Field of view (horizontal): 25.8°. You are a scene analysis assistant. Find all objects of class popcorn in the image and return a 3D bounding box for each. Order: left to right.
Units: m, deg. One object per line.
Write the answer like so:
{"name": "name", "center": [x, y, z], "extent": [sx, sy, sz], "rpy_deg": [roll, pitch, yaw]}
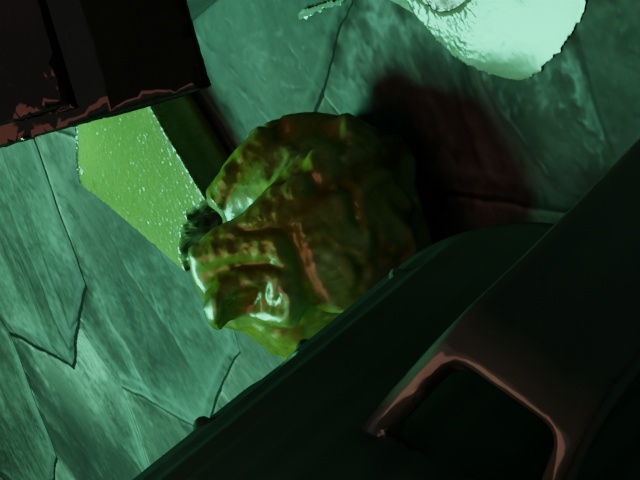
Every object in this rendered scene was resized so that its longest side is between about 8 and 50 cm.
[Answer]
{"name": "popcorn", "center": [-0.001, 0.001, 1.032], "extent": [0.185, 0.167, 0.188], "rpy_deg": [64, -162, -56]}

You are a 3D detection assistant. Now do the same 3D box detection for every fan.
{"name": "fan", "center": [0.059, -0.178, 0.929], "extent": [0.310, 0.010, 0.182], "rpy_deg": [-9, 106, 59]}

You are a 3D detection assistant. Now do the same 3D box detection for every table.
{"name": "table", "center": [-0.218, -0.202, 0.860], "extent": [0.250, 0.196, 0.282], "rpy_deg": [-31, -74, -75]}

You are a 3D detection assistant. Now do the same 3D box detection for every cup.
{"name": "cup", "center": [0.067, 0.138, 0.756], "extent": [0.310, 0.392, 0.401], "rpy_deg": [7, 107, 29]}

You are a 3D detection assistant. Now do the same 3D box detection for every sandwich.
{"name": "sandwich", "center": [-0.149, -0.106, 1.282], "extent": [0.212, 0.063, 0.245], "rpy_deg": [37, 143, 32]}

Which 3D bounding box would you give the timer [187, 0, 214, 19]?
{"name": "timer", "center": [-0.207, -0.241, 1.117], "extent": [0.194, 0.195, 0.192], "rpy_deg": [-22, 94, 60]}
